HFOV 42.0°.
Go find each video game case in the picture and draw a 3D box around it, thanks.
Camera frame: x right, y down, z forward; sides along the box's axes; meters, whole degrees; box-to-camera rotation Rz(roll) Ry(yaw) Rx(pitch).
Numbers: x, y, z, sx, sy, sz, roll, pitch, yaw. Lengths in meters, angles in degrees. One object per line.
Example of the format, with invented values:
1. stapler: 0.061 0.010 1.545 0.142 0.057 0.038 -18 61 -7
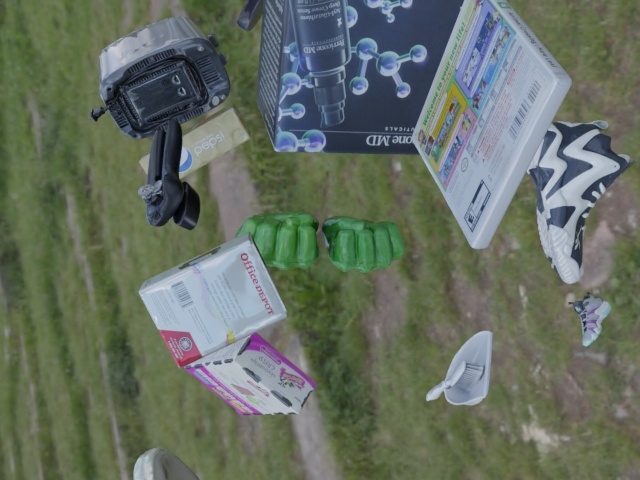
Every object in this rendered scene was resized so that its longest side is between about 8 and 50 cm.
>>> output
1. video game case: 0.169 -0.133 0.876 0.193 0.023 0.213 -111 29 -42

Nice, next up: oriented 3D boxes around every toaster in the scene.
1. toaster: -0.259 -0.257 1.312 0.146 0.226 0.129 -117 2 -51

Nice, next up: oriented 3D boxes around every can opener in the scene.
1. can opener: -0.200 -0.086 1.075 0.073 0.059 0.186 46 -159 -44

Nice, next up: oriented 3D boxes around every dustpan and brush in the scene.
1. dustpan and brush: 0.267 0.277 1.643 0.211 0.060 0.147 112 173 -54

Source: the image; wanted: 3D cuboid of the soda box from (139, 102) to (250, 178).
1. soda box: -0.207 -0.156 1.386 0.061 0.181 0.058 60 -175 -17

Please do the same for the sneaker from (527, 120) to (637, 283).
1. sneaker: 0.389 -0.065 1.202 0.094 0.152 0.235 47 -149 -81

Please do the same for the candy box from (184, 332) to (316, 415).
1. candy box: -0.134 0.250 1.542 0.159 0.071 0.233 43 152 -17

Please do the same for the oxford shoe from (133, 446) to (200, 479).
1. oxford shoe: -0.079 0.438 1.084 0.449 0.130 0.169 55 -169 -8

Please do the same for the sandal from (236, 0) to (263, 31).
1. sandal: -0.092 -0.476 1.437 0.255 0.054 0.097 -54 3 33

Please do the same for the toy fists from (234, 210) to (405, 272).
1. toy fists: 0.000 0.000 1.364 0.142 0.279 0.096 -131 47 -73

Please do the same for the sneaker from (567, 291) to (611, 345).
1. sneaker: 0.457 0.132 1.449 0.069 0.098 0.038 34 147 4

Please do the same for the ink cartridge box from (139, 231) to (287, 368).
1. ink cartridge box: -0.151 0.084 1.198 0.072 0.175 0.128 -115 1 -78

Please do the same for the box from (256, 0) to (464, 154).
1. box: 0.070 -0.350 1.278 0.212 0.293 0.396 -111 24 -58
